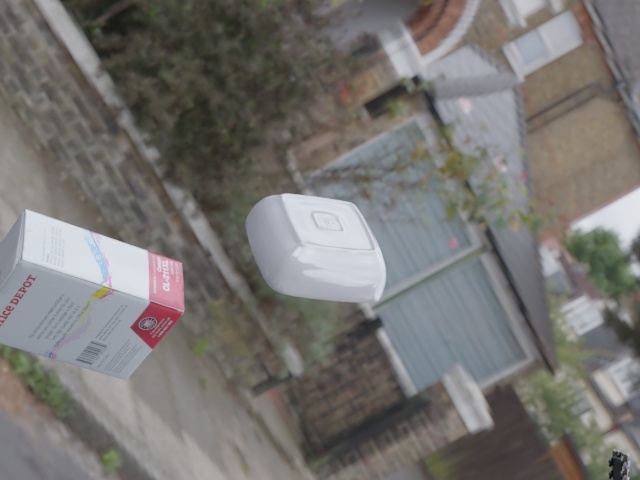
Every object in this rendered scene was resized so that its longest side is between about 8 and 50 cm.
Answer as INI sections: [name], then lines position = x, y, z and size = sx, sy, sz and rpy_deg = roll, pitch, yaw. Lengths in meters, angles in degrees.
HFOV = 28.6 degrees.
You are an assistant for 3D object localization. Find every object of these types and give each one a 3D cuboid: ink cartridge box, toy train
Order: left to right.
[ink cartridge box]
position = -0.242, 0.056, 1.244
size = 0.175, 0.127, 0.072
rpy_deg = 21, 41, -28
[toy train]
position = 0.417, 0.352, 1.742
size = 0.027, 0.036, 0.158
rpy_deg = 16, -54, 34

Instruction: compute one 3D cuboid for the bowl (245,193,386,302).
[bowl]
position = 0.000, 0.000, 1.335
size = 0.142, 0.142, 0.053
rpy_deg = -113, -142, -49
